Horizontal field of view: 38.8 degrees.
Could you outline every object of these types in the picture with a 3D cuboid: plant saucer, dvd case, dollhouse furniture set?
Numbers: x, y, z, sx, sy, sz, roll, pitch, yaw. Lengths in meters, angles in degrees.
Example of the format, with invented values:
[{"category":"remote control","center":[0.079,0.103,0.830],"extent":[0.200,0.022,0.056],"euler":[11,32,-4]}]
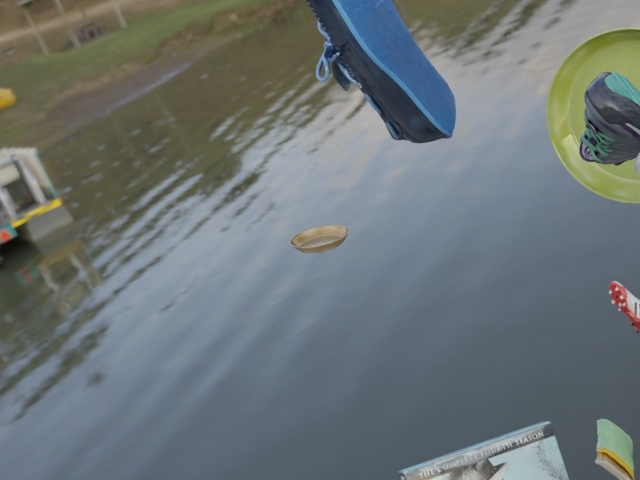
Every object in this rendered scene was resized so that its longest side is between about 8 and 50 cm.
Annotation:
[{"category":"plant saucer","center":[0.427,-0.171,1.241],"extent":[0.240,0.241,0.037],"euler":[-6,14,43]},{"category":"dvd case","center":[0.098,0.165,0.472],"extent":[0.087,0.120,0.013],"euler":[-15,-7,-12]},{"category":"plant saucer","center":[0.000,0.000,1.236],"extent":[0.083,0.015,0.083],"euler":[-11,18,4]},{"category":"dollhouse furniture set","center":[0.423,0.285,1.158],"extent":[0.058,0.151,0.076],"euler":[-44,13,40]}]

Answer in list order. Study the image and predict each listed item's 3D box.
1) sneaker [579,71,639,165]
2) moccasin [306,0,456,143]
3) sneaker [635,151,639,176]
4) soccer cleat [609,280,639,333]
[{"category":"sneaker","center":[0.310,-0.111,0.962],"extent":[0.098,0.083,0.223],"euler":[-39,-22,28]},{"category":"moccasin","center":[0.060,-0.240,1.236],"extent":[0.116,0.342,0.138],"euler":[-12,42,36]},{"category":"sneaker","center":[0.406,-0.076,0.877],"extent":[0.126,0.240,0.091],"euler":[-61,38,14]},{"category":"soccer cleat","center":[0.429,0.089,1.246],"extent":[0.035,0.083,0.029],"euler":[-30,-11,-25]}]
